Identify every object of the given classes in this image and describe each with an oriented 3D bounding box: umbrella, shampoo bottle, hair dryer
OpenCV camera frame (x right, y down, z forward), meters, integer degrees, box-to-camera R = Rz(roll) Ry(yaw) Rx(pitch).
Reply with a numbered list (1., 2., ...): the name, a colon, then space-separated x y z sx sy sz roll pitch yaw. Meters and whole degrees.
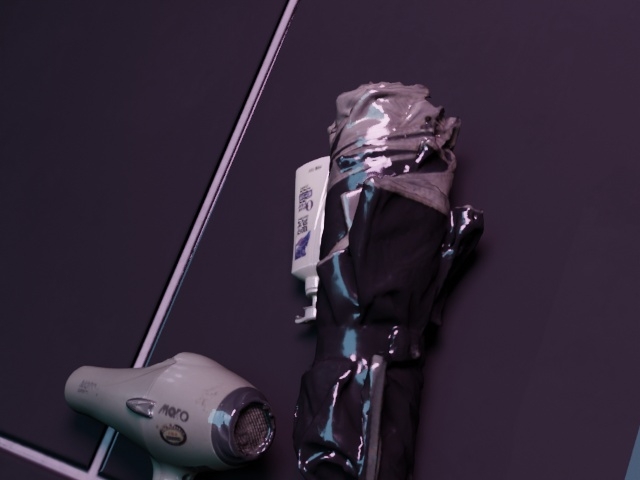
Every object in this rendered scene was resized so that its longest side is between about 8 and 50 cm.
1. umbrella: 0.044 0.063 0.703 0.106 0.113 0.357 -23 55 56
2. shampoo bottle: 0.000 0.000 0.812 0.049 0.034 0.141 -9 62 24
3. hair dryer: -0.143 0.177 0.801 0.219 0.088 0.224 31 100 47
